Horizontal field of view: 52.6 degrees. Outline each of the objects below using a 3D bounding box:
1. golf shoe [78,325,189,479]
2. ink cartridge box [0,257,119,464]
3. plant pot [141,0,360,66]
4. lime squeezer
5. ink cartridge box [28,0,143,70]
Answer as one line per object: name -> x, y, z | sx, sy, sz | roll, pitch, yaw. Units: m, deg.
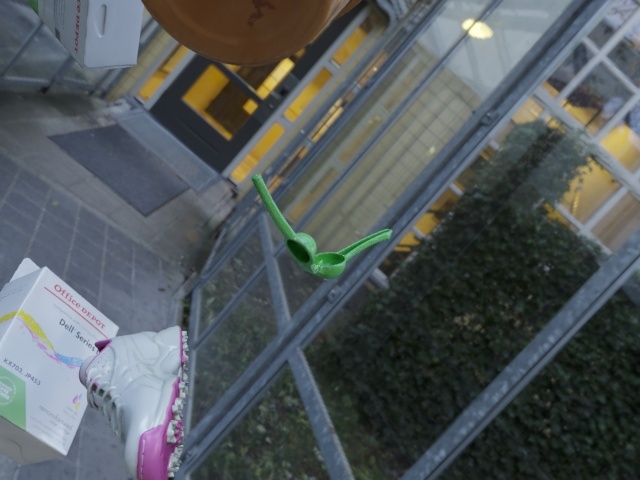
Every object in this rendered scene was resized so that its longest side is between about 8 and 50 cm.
golf shoe -> -0.233, 0.199, 0.800 | 0.140, 0.115, 0.306 | 3, 12, -12
ink cartridge box -> -0.510, 0.198, 1.191 | 0.207, 0.119, 0.354 | 51, 31, -34
plant pot -> -0.067, -0.318, 0.655 | 0.291, 0.290, 0.204 | 39, 43, -25
lime squeezer -> 0.000, 0.000, 0.978 | 0.310, 0.110, 0.059 | 20, 15, -44
ink cartridge box -> -0.358, -0.383, 0.981 | 0.092, 0.160, 0.219 | -17, 52, -39
